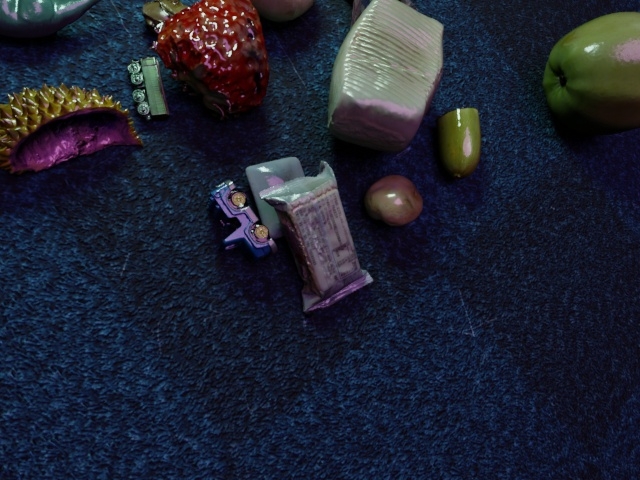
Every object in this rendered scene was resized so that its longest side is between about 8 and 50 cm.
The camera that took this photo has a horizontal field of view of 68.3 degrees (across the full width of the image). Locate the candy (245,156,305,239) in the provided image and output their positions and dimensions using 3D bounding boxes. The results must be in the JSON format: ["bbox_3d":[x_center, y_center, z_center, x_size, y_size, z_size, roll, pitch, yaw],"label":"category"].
[{"bbox_3d":[-0.084,-0.099,1.073,0.138,0.071,0.174,-17,85,-26],"label":"candy"}]

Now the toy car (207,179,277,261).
[{"bbox_3d":[-0.181,-0.030,1.004,0.100,0.097,0.191,-36,91,-21],"label":"toy car"}]

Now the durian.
[{"bbox_3d":[-0.522,-0.239,0.921,0.186,0.154,0.260,39,56,19],"label":"durian"}]

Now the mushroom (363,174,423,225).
[{"bbox_3d":[0.177,-0.096,1.153,0.148,0.148,0.112,-31,129,-25],"label":"mushroom"}]

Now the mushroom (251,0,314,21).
[{"bbox_3d":[-0.114,-0.654,1.143,0.254,0.184,0.255,12,72,-41],"label":"mushroom"}]

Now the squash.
[{"bbox_3d":[0.375,-0.253,1.269,0.123,0.123,0.187,6,74,-20],"label":"squash"}]

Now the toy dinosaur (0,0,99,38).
[{"bbox_3d":[-0.620,-0.413,0.942,0.383,0.129,0.331,11,84,-20],"label":"toy dinosaur"}]

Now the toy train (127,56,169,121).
[{"bbox_3d":[-0.378,-0.330,1.035,0.070,0.038,0.148,-10,82,-23],"label":"toy train"}]

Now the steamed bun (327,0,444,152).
[{"bbox_3d":[0.145,-0.377,1.152,0.246,0.236,0.384,19,64,-6],"label":"steamed bun"}]

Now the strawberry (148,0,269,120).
[{"bbox_3d":[-0.189,-0.415,1.038,0.253,0.150,0.280,56,52,-25],"label":"strawberry"}]

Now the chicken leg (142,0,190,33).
[{"bbox_3d":[-0.305,-0.508,1.089,0.196,0.080,0.125,13,67,-22],"label":"chicken leg"}]

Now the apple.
[{"bbox_3d":[0.846,-0.485,1.393,0.357,0.357,0.358,5,75,-20],"label":"apple"}]

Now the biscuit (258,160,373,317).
[{"bbox_3d":[-0.004,0.003,1.036,0.186,0.079,0.309,-29,115,-22],"label":"biscuit"}]

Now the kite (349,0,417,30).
[{"bbox_3d":[0.193,-0.654,1.259,0.368,0.014,0.406,-47,131,4],"label":"kite"}]
